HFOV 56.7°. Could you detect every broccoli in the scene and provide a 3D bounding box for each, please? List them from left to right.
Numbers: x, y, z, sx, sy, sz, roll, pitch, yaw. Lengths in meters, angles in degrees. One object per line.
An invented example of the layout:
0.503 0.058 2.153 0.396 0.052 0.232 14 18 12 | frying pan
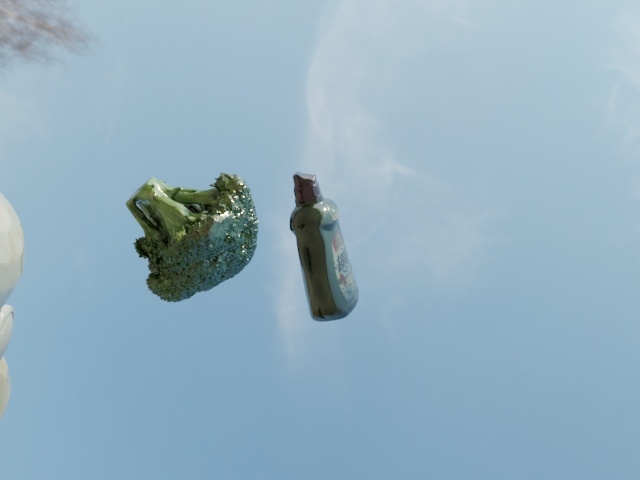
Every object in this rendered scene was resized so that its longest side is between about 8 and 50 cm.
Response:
-0.263 -0.020 1.224 0.308 0.275 0.308 -43 -162 17 | broccoli

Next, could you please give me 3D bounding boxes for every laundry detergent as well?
0.000 0.000 0.892 0.078 0.144 0.221 -10 -75 16 | laundry detergent

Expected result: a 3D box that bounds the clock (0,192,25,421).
-0.442 0.064 0.516 0.184 0.326 0.342 -95 -155 -46 | clock
